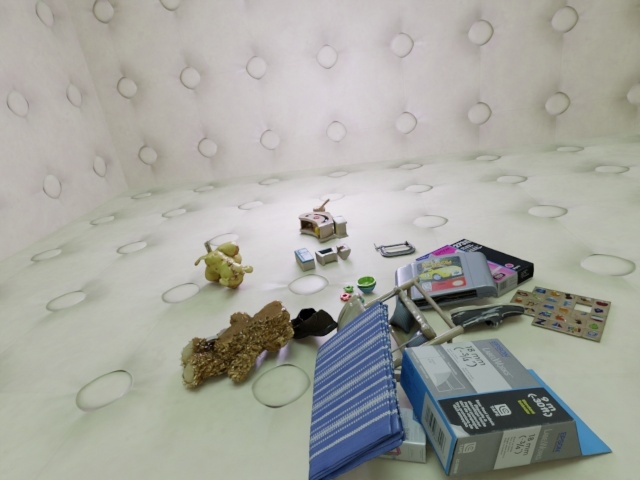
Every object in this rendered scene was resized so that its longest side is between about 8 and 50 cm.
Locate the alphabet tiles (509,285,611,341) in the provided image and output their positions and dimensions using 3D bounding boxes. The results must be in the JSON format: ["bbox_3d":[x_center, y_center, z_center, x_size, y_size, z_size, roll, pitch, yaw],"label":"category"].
[{"bbox_3d":[0.664,0.195,1.158,0.237,0.009,0.198,11,31,39],"label":"alphabet tiles"}]

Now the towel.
[{"bbox_3d":[0.067,0.306,0.862,0.243,0.040,0.336,-43,22,27],"label":"towel"}]

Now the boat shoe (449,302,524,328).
[{"bbox_3d":[0.467,0.215,1.139,0.205,0.075,0.065,-5,65,0],"label":"boat shoe"}]

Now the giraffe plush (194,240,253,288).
[{"bbox_3d":[-0.345,0.106,1.543,0.170,0.210,0.181,37,79,28],"label":"giraffe plush"}]

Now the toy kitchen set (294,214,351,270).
[{"bbox_3d":[0.000,0.000,1.636,0.206,0.166,0.122,-15,24,-15],"label":"toy kitchen set"}]

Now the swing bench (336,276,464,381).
[{"bbox_3d":[0.181,0.242,1.026,0.254,0.165,0.253,-12,24,-7],"label":"swing bench"}]

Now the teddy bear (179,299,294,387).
[{"bbox_3d":[-0.233,0.297,1.149,0.337,0.113,0.245,-30,24,-26],"label":"teddy bear"}]

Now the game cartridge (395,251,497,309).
[{"bbox_3d":[0.379,0.122,1.286,0.293,0.060,0.196,-13,26,16],"label":"game cartridge"}]

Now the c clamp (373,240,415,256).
[{"bbox_3d":[0.297,0.027,1.652,0.160,0.022,0.137,-7,23,6],"label":"c clamp"}]

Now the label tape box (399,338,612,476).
[{"bbox_3d":[0.358,0.309,0.816,0.333,0.106,0.241,-3,23,-10],"label":"label tape box"}]

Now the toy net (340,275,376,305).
[{"bbox_3d":[0.115,0.189,1.317,0.121,0.045,0.232,-3,24,12],"label":"toy net"}]

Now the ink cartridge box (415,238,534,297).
[{"bbox_3d":[0.517,0.073,1.425,0.175,0.069,0.370,-21,24,-24],"label":"ink cartridge box"}]

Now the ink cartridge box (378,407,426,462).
[{"bbox_3d":[0.152,0.391,0.835,0.122,0.052,0.088,0,24,15],"label":"ink cartridge box"}]

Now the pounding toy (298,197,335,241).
[{"bbox_3d":[-0.021,-0.108,1.903,0.154,0.155,0.269,-9,23,-12],"label":"pounding toy"}]

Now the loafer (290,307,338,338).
[{"bbox_3d":[-0.033,0.226,1.171,0.080,0.079,0.220,-30,5,-38],"label":"loafer"}]
